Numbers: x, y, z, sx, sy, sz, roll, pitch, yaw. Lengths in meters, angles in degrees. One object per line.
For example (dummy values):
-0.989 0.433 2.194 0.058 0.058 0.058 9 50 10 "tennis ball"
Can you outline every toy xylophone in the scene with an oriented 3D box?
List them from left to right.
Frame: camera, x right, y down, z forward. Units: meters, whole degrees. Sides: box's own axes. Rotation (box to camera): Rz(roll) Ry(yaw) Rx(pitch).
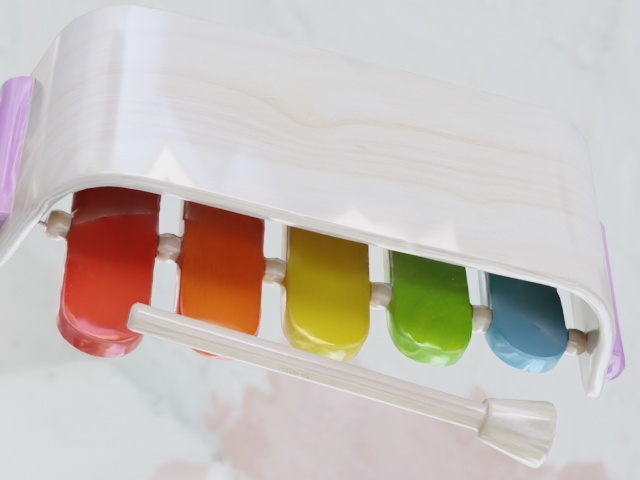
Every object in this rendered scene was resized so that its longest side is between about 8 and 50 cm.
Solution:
0.000 0.000 0.874 0.236 0.322 0.081 -79 -169 -46 "toy xylophone"
